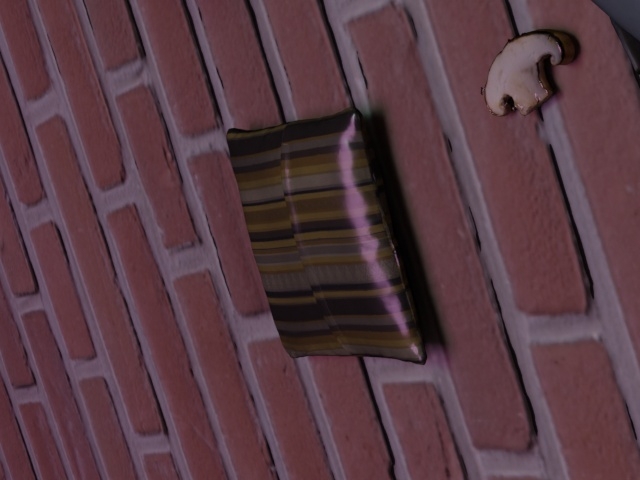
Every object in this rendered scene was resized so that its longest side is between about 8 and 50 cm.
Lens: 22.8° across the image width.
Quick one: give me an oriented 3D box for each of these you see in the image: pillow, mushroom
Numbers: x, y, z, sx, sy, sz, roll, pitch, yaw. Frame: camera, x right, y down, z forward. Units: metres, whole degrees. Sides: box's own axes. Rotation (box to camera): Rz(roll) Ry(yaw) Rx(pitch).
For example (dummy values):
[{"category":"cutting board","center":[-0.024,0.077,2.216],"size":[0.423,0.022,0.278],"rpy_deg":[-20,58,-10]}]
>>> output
[{"category":"pillow","center":[0.000,0.000,1.315],"size":[0.208,0.052,0.212],"rpy_deg":[-4,103,59]},{"category":"mushroom","center":[0.141,-0.115,1.084],"size":[0.049,0.019,0.101],"rpy_deg":[65,149,9]}]

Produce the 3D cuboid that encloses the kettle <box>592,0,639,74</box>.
[{"category":"kettle","center":[0.185,-0.233,0.873],"size":[0.210,0.160,0.243],"rpy_deg":[-46,73,23]}]
